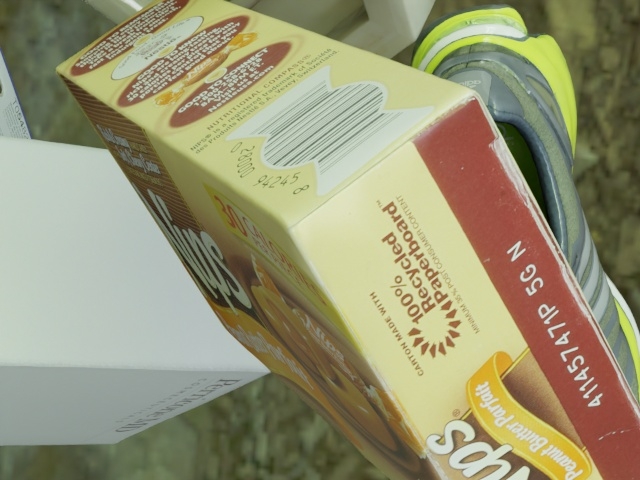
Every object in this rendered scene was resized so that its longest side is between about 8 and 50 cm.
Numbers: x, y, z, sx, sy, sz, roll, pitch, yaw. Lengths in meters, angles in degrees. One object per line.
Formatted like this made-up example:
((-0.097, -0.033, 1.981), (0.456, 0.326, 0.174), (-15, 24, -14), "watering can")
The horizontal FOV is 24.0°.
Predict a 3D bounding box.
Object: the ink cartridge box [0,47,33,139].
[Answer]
((-0.315, -0.113, 1.256), (0.224, 0.045, 0.223), (-78, -24, -62), "ink cartridge box")

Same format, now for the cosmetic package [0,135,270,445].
((-0.283, 0.039, 1.012), (0.230, 0.453, 0.162), (-29, 64, 46), "cosmetic package")

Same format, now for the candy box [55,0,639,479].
((0.000, 0.000, 0.667), (0.183, 0.087, 0.316), (59, 169, -26), "candy box")

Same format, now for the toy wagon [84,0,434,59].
((-0.103, -0.197, 0.773), (0.267, 0.344, 0.068), (-28, 31, 58), "toy wagon")

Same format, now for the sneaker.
((0.108, 0.028, 0.829), (0.121, 0.111, 0.300), (-63, -44, -64), "sneaker")
